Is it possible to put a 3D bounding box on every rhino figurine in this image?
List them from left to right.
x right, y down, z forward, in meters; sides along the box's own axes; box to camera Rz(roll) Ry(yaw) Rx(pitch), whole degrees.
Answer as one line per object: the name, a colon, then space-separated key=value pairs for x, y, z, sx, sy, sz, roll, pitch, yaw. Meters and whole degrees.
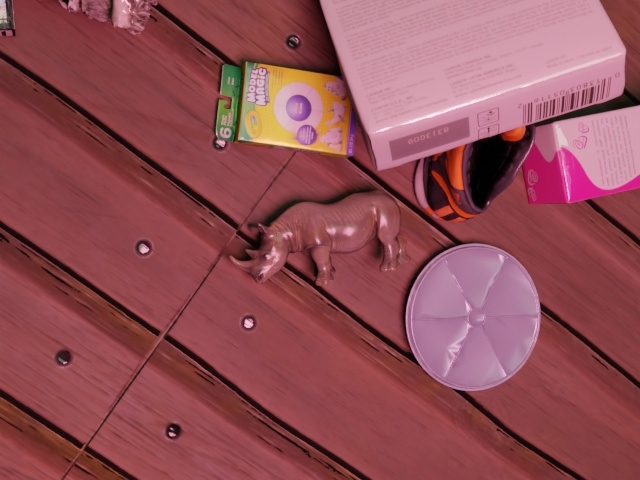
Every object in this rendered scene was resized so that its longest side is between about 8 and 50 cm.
rhino figurine: x=0.000 y=0.000 z=1.287 sx=0.243 sy=0.073 sz=0.106 roll=-11 pitch=97 yaw=-15

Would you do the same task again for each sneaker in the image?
sneaker: x=0.216 y=-0.182 z=1.294 sx=0.124 sy=0.180 sz=0.321 roll=5 pitch=88 yaw=-16

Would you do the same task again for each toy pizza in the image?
toy pizza: x=0.207 y=0.104 z=1.369 sx=0.201 sy=0.032 sz=0.201 roll=0 pitch=91 yaw=-17

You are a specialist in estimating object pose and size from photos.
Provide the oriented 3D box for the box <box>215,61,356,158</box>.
box: x=-0.042 y=-0.169 z=1.291 sx=0.179 sy=0.043 sz=0.105 roll=6 pitch=88 yaw=-15

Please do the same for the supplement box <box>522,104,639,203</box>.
supplement box: x=0.400 y=-0.124 z=1.384 sx=0.220 sy=0.114 sz=0.111 roll=-12 pitch=94 yaw=-17

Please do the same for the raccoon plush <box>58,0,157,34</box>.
raccoon plush: x=-0.196 y=-0.426 z=1.073 sx=0.299 sy=0.446 sz=0.216 roll=48 pitch=36 yaw=-18

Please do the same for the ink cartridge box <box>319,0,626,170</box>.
ink cartridge box: x=0.157 y=-0.297 z=1.241 sx=0.308 sy=0.091 sz=0.385 roll=-18 pitch=58 yaw=2

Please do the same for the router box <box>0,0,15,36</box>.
router box: x=-0.433 y=-0.330 z=1.174 sx=0.133 sy=0.046 sz=0.179 roll=-4 pitch=91 yaw=-16
